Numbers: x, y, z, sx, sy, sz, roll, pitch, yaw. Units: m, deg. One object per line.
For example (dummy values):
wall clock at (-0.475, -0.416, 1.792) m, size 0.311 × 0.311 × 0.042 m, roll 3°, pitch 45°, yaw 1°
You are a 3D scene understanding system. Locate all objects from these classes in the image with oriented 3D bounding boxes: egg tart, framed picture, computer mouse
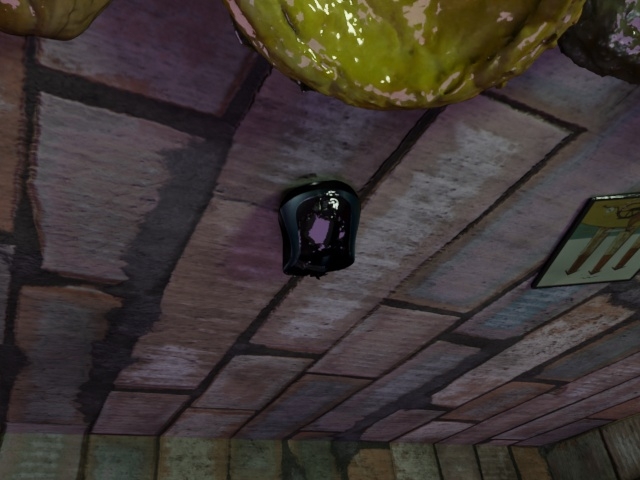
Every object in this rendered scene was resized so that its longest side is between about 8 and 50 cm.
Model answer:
egg tart at (0.071, -0.266, 0.446) m, size 0.345 × 0.132 × 0.345 m, roll 3°, pitch 142°, yaw 2°
framed picture at (0.607, 0.006, 1.046) m, size 0.244 × 0.013 × 0.324 m, roll -4°, pitch 144°, yaw -3°
computer mouse at (0.000, 0.000, 0.855) m, size 0.137 × 0.096 × 0.233 m, roll -5°, pitch 143°, yaw -5°

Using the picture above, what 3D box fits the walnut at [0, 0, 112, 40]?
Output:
walnut at (-0.243, -0.255, 0.423) m, size 0.166 × 0.149 × 0.167 m, roll -33°, pitch 149°, yaw -23°

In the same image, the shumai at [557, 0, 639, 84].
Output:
shumai at (0.332, -0.278, 0.450) m, size 0.255 × 0.189 × 0.218 m, roll -12°, pitch 146°, yaw -2°
